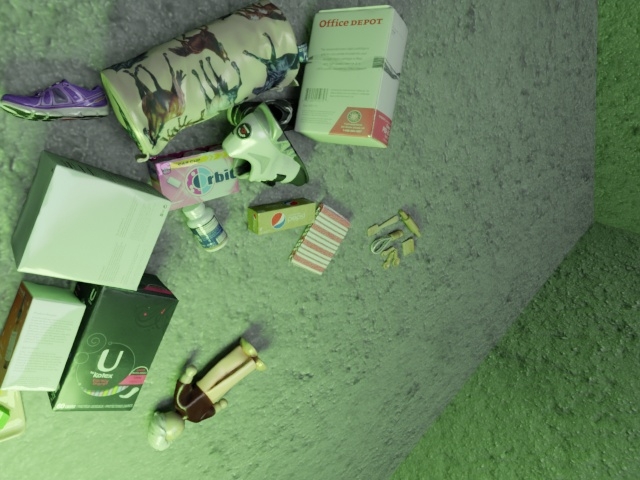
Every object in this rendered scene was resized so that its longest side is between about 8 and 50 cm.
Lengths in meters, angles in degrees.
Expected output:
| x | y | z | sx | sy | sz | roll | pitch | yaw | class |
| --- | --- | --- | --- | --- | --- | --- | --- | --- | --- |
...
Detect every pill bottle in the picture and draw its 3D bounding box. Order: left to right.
| x | y | z | sx | sy | sz | roll | pitch | yaw | class |
| --- | --- | --- | --- | --- | --- | --- | --- | --- | --- |
| -0.271 | -0.036 | 1.008 | 0.067 | 0.067 | 0.120 | -40 | 130 | -20 | pill bottle |

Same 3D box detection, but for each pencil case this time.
| x | y | z | sx | sy | sz | roll | pitch | yaw | class |
| --- | --- | --- | --- | --- | --- | --- | --- | --- | --- |
| -0.224 | -0.321 | 0.857 | 0.410 | 0.160 | 0.183 | -37 | 113 | -23 | pencil case |

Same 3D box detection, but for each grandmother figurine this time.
| x | y | z | sx | sy | sz | roll | pitch | yaw | class |
| --- | --- | --- | --- | --- | --- | --- | --- | --- | --- |
| -0.312 | 0.412 | 1.155 | 0.342 | 0.104 | 0.207 | -40 | 121 | -23 | grandmother figurine |

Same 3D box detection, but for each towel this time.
| x | y | z | sx | sy | sz | roll | pitch | yaw | class |
| --- | --- | --- | --- | --- | --- | --- | --- | --- | --- |
| 0.000 | 0.000 | 1.282 | 0.144 | 0.029 | 0.197 | 30 | 91 | -44 | towel |

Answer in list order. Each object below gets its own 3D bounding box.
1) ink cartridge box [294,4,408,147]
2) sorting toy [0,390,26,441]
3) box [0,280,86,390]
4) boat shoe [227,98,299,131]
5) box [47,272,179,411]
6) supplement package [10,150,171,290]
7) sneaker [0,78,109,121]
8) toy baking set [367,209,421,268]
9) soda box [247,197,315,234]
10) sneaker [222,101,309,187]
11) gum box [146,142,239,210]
| x | y | z | sx | sy | sz | roll | pitch | yaw | class |
| --- | --- | --- | --- | --- | --- | --- | --- | --- | --- |
| 0.073 | -0.375 | 1.009 | 0.117 | 0.207 | 0.282 | 4 | 98 | -61 | ink cartridge box |
| -0.697 | 0.331 | 0.833 | 0.193 | 0.038 | 0.208 | -11 | 115 | -36 | sorting toy |
| -0.539 | 0.179 | 0.821 | 0.091 | 0.130 | 0.170 | 21 | 85 | -43 | box |
| -0.102 | -0.295 | 1.029 | 0.233 | 0.079 | 0.083 | -14 | 117 | -38 | boat shoe |
| -0.448 | 0.205 | 0.915 | 0.165 | 0.143 | 0.270 | 20 | 95 | -44 | box |
| -0.433 | -0.035 | 0.814 | 0.203 | 0.149 | 0.194 | 19 | 96 | -43 | supplement package |
| -0.469 | -0.250 | 0.762 | 0.170 | 0.068 | 0.071 | -18 | 105 | -43 | sneaker |
| 0.263 | -0.005 | 1.496 | 0.196 | 0.030 | 0.256 | -51 | 133 | -10 | toy baking set |
| -0.101 | -0.067 | 1.144 | 0.181 | 0.058 | 0.061 | -14 | 117 | -35 | soda box |
| -0.127 | -0.189 | 0.996 | 0.146 | 0.122 | 0.330 | -33 | 162 | 4 | sneaker |
| -0.274 | -0.145 | 0.959 | 0.189 | 0.062 | 0.107 | -21 | 122 | -32 | gum box |
